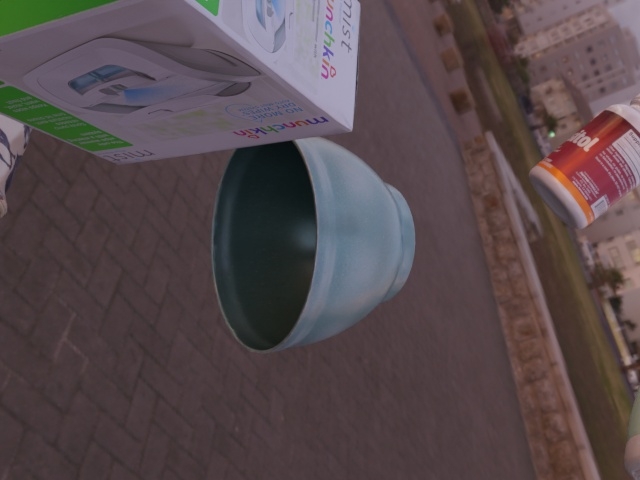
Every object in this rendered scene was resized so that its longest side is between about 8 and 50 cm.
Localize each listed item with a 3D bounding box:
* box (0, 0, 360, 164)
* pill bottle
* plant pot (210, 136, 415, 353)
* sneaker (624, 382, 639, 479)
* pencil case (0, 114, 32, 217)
[{"bbox_3d":[-0.136,-0.163,0.569,0.231,0.262,0.126,26,64,-57],"label":"box"},{"bbox_3d":[0.309,-0.089,0.786,0.086,0.152,0.086,50,3,-4],"label":"pill bottle"},{"bbox_3d":[0.000,0.000,0.985,0.196,0.293,0.292,2,63,-33],"label":"plant pot"},{"bbox_3d":[0.354,0.124,0.504,0.094,0.256,0.151,81,28,-55],"label":"sneaker"},{"bbox_3d":[-0.570,-0.225,1.296,0.183,0.160,0.410,119,-17,-53],"label":"pencil case"}]
